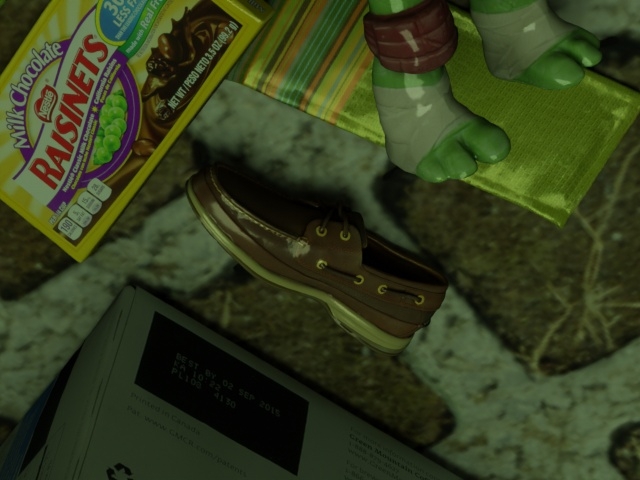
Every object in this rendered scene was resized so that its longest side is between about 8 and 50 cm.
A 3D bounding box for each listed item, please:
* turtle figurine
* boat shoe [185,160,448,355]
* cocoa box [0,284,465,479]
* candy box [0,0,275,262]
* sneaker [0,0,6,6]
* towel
[{"bbox_3d":[0.080,-0.170,0.850,0.275,0.198,0.266,-10,124,18],"label":"turtle figurine"},{"bbox_3d":[0.000,0.000,1.065,0.178,0.064,0.060,33,117,-24],"label":"boat shoe"},{"bbox_3d":[-0.053,0.245,1.136,0.347,0.231,0.228,32,123,-15],"label":"cocoa box"},{"bbox_3d":[-0.124,-0.088,1.021,0.105,0.027,0.206,40,122,0],"label":"candy box"},{"bbox_3d":[-0.215,-0.223,0.934,0.097,0.084,0.234,-35,118,0],"label":"sneaker"},{"bbox_3d":[0.058,-0.090,1.016,0.237,0.021,0.102,23,125,-10],"label":"towel"}]
